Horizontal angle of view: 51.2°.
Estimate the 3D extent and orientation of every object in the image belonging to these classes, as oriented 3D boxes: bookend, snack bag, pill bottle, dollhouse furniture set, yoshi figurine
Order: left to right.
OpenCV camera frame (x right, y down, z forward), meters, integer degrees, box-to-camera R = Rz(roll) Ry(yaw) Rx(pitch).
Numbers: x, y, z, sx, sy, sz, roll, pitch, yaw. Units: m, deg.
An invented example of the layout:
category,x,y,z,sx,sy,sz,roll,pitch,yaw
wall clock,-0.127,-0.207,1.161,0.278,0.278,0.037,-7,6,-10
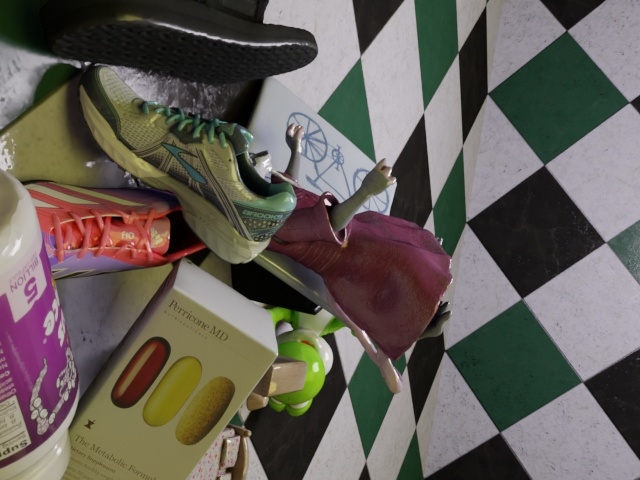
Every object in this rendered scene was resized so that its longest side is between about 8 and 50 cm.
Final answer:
category,x,y,z,sx,sy,sz,roll,pitch,yaw
pill bottle,-0.298,0.098,0.558,0.169,0.169,0.302,-52,154,-46
dollhouse furniture set,-0.157,0.333,0.963,0.303,0.173,0.356,18,82,-65
bookend,-0.063,0.022,1.072,0.072,0.156,0.157,-36,129,-55
yoshi figurine,-0.017,0.144,1.202,0.203,0.203,0.362,17,85,-49
snack bag,-0.010,-0.054,1.060,0.323,0.037,0.343,37,48,-28

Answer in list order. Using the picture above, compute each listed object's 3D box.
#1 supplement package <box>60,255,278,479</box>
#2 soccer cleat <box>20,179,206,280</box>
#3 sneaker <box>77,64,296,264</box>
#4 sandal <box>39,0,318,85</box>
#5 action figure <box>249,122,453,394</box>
category,x,y,z,sx,sy,sz,roll,pitch,yaw
supplement package,-0.173,0.163,0.750,0.244,0.139,0.134,-54,-167,6
soccer cleat,-0.237,-0.009,0.734,0.318,0.116,0.109,-13,110,-64
sneaker,-0.143,-0.108,0.768,0.283,0.122,0.110,43,25,-16
sandal,-0.137,-0.269,0.819,0.445,0.167,0.107,-14,94,-64
action figure,0.000,0.000,0.931,0.276,0.370,0.248,-63,-160,6
